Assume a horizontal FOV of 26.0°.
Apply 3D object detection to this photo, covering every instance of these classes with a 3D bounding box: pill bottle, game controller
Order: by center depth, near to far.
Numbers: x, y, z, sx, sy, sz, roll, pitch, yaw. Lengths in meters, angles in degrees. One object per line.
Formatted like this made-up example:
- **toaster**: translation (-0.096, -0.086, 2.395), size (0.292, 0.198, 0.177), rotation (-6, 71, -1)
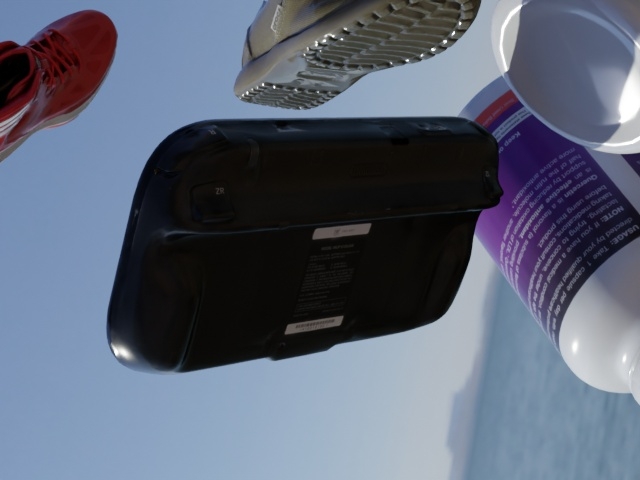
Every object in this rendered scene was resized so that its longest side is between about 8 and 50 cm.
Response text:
- **game controller**: translation (0.000, 0.000, 0.908), size (0.319, 0.067, 0.166), rotation (-5, -52, -46)
- **pill bottle**: translation (0.249, -0.198, 0.984), size (0.265, 0.153, 0.153), rotation (-49, -23, -28)
- **pill bottle**: translation (0.245, 0.001, 1.174), size (0.181, 0.181, 0.323), rotation (93, 156, -44)

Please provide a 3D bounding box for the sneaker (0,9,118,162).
- **sneaker**: translation (-0.245, -0.151, 1.248), size (0.221, 0.087, 0.128), rotation (-53, 10, -31)

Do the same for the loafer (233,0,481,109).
- **loafer**: translation (0.007, -0.091, 0.547), size (0.148, 0.056, 0.050), rotation (-17, 73, 55)
